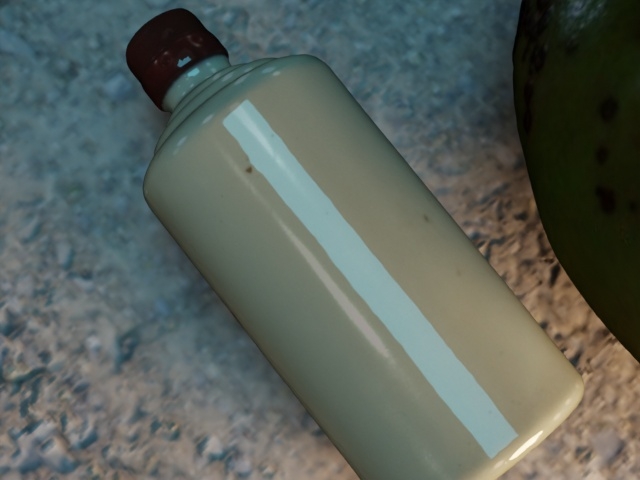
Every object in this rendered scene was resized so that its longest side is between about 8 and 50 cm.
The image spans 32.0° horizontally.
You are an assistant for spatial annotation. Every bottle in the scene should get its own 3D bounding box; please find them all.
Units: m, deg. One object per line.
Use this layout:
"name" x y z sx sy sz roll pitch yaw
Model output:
"bottle" 0.000 0.000 0.489 0.104 0.104 0.245 -37 82 -12

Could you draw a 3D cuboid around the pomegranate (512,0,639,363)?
"pomegranate" 0.225 -0.060 0.474 0.291 0.323 0.290 0 90 25
